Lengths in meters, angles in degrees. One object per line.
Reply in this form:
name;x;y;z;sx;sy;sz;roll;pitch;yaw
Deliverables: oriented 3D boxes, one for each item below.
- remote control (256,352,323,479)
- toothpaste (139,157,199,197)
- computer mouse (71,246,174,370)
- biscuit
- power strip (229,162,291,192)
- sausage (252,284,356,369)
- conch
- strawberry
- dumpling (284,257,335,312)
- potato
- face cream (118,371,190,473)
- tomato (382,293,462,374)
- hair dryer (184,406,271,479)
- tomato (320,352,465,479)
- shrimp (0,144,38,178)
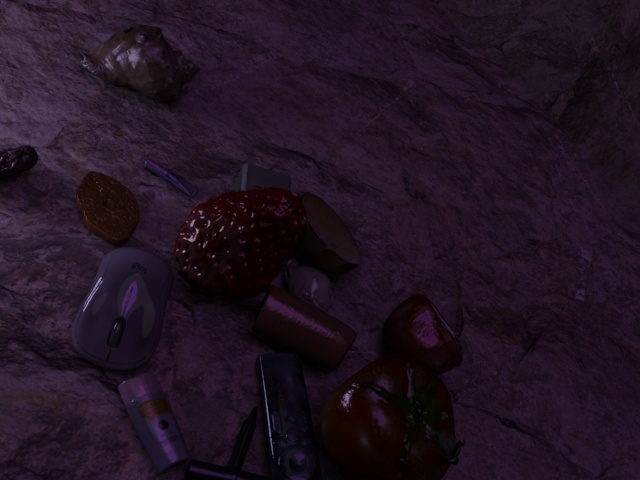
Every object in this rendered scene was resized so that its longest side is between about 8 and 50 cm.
remote control;-0.066;0.409;1.405;0.107;0.044;0.378;0;46;-14
toothpaste;-0.402;-0.171;1.727;0.169;0.028;0.045;32;38;-6
computer mouse;-0.414;0.131;1.413;0.184;0.121;0.297;24;45;-13
biscuit;-0.515;-0.082;1.588;0.141;0.029;0.221;-17;64;-37
power strip;-0.164;-0.066;1.702;0.140;0.139;0.224;17;48;-19
sausage;-0.033;0.214;1.560;0.252;0.123;0.123;27;46;-7
conch;-0.509;-0.530;1.864;0.324;0.186;0.263;15;31;-21
strawberry;-0.196;-0.010;1.509;0.149;0.336;0.265;21;41;-60
dumpling;-0.015;0.125;1.672;0.169;0.100;0.134;27;1;44
potato;0.000;0.000;1.750;0.239;0.116;0.299;39;20;-17
face cream;-0.333;0.364;1.312;0.084;0.057;0.198;-16;64;-39
tomato;0.242;0.261;1.673;0.155;0.181;0.214;-24;60;-22
hair dryer;-0.183;0.427;1.361;0.173;0.050;0.195;19;43;-17
tomato;0.147;0.402;1.435;0.303;0.239;0.304;17;57;-28
shrimp;-0.751;-0.179;1.505;0.190;0.074;0.073;-19;98;-28
